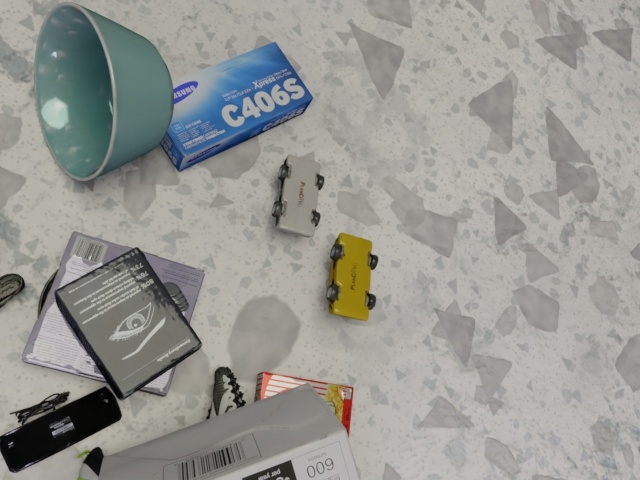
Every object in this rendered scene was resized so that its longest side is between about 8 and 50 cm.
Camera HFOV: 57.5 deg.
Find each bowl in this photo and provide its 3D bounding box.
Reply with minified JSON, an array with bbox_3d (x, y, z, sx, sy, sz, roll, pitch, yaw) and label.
[{"bbox_3d":[-0.393,-0.275,1.097,0.163,0.312,0.311,-15,78,-45],"label":"bowl"}]

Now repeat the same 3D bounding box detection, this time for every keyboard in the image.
[{"bbox_3d":[-0.450,0.307,1.002,0.192,0.038,0.100,-23,105,-28],"label":"keyboard"}]

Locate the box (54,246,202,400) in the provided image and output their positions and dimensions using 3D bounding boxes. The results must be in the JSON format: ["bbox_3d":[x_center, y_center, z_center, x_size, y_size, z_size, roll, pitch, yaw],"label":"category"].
[{"bbox_3d":[-0.325,0.142,0.986,0.153,0.108,0.207,-31,87,-28],"label":"box"}]

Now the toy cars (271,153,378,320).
[{"bbox_3d":[0.000,0.000,1.260,0.177,0.087,0.393,-28,81,-33],"label":"toy cars"}]

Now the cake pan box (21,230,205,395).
[{"bbox_3d":[-0.374,0.135,1.067,0.267,0.070,0.245,18,64,-16],"label":"cake pan box"}]

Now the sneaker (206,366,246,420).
[{"bbox_3d":[-0.184,0.344,1.058,0.106,0.078,0.234,-16,60,-1],"label":"sneaker"}]

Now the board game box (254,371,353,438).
[{"bbox_3d":[-0.037,0.347,1.142,0.194,0.045,0.146,13,67,-17],"label":"board game box"}]

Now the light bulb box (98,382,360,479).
[{"bbox_3d":[-0.107,0.465,0.878,0.358,0.225,0.360,-18,98,-12],"label":"light bulb box"}]

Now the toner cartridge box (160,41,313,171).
[{"bbox_3d":[-0.201,-0.301,1.283,0.348,0.075,0.165,-32,85,-28],"label":"toner cartridge box"}]

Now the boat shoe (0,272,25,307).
[{"bbox_3d":[-0.576,0.104,1.009,0.049,0.042,0.133,49,63,-3],"label":"boat shoe"}]

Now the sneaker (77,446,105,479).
[{"bbox_3d":[-0.296,0.401,0.996,0.235,0.084,0.097,15,65,-17],"label":"sneaker"}]
